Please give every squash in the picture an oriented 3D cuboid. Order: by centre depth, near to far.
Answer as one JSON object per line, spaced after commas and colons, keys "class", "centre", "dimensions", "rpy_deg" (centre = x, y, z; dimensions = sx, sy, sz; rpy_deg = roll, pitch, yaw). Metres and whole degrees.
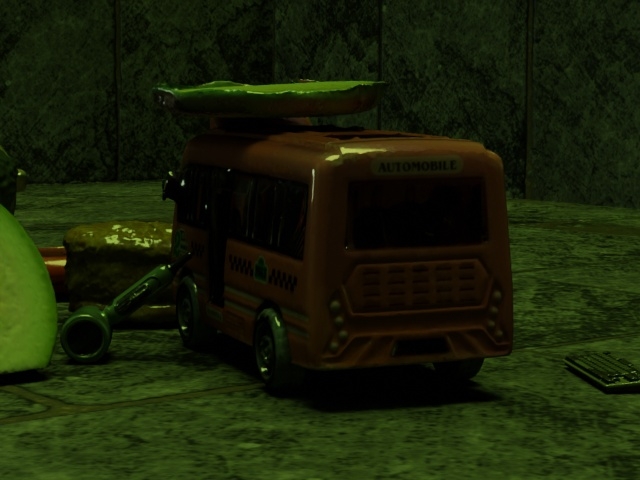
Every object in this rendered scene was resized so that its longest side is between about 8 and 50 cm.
{"class": "squash", "centre": [-0.417, 0.083, 1.438], "dimensions": [0.233, 0.210, 0.309], "rpy_deg": [-6, -20, -38]}

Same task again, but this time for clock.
{"class": "clock", "centre": [-0.313, 0.037, 1.931], "dimensions": [0.205, 0.051, 0.205], "rpy_deg": [-1, 3, 0]}

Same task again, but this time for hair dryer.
{"class": "hair dryer", "centre": [-0.179, 0.054, 1.461], "dimensions": [0.150, 0.047, 0.071], "rpy_deg": [-39, 9, 1]}

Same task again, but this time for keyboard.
{"class": "keyboard", "centre": [0.256, 0.115, 1.379], "dimensions": [0.049, 0.015, 0.129], "rpy_deg": [0, 6, -7]}

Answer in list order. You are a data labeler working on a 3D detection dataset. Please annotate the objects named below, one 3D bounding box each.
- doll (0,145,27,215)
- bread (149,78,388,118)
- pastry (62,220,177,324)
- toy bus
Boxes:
{"class": "doll", "centre": [-0.538, -0.096, 1.921], "dimensions": [0.349, 0.247, 0.247], "rpy_deg": [29, -11, -34]}
{"class": "bread", "centre": [-0.048, -0.135, 1.474], "dimensions": [0.228, 0.034, 0.228], "rpy_deg": [0, 7, 0]}
{"class": "pastry", "centre": [-0.190, 0.034, 1.719], "dimensions": [0.188, 0.103, 0.189], "rpy_deg": [1, 6, 0]}
{"class": "toy bus", "centre": [0.000, 0.000, 1.434], "dimensions": [0.203, 0.233, 0.427], "rpy_deg": [-2, 7, -22]}
